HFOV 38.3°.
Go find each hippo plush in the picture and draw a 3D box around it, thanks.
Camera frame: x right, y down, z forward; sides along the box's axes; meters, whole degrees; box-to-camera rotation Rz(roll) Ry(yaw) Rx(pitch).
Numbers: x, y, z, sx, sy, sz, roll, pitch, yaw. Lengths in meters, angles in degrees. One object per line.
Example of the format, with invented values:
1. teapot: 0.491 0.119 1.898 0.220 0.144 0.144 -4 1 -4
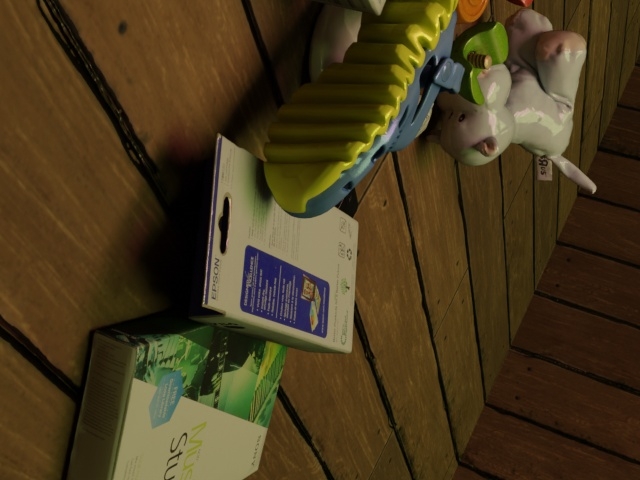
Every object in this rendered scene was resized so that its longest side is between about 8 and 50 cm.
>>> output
1. hippo plush: 0.272 -0.210 1.477 0.237 0.234 0.294 -17 112 -26

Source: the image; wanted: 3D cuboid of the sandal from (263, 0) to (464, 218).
1. sandal: 0.063 -0.137 0.942 0.317 0.126 0.138 -53 140 -23

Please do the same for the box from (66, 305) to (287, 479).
1. box: -0.139 0.182 0.978 0.322 0.059 0.232 -14 120 -65

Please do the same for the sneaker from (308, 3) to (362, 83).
1. sneaker: 0.057 -0.250 1.037 0.212 0.094 0.080 -70 158 -2

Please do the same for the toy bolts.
1. toy bolts: 0.152 -0.314 1.134 0.228 0.159 0.218 -59 146 -22

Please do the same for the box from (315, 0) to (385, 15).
1. box: 0.017 -0.290 0.906 0.087 0.101 0.102 -67 156 -8

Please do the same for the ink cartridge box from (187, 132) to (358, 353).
1. ink cartridge box: -0.053 0.018 0.960 0.333 0.065 0.165 31 60 -62

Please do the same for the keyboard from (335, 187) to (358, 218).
1. keyboard: 0.000 0.000 1.195 0.180 0.023 0.108 -63 162 -20

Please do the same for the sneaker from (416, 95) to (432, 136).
1. sneaker: 0.073 -0.143 1.174 0.237 0.085 0.086 -26 138 -55
